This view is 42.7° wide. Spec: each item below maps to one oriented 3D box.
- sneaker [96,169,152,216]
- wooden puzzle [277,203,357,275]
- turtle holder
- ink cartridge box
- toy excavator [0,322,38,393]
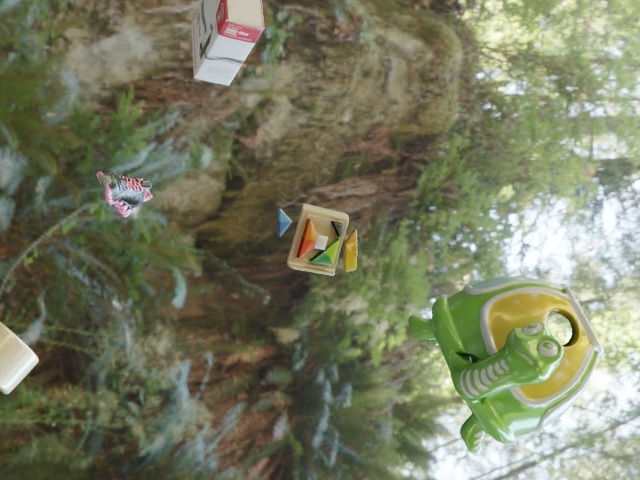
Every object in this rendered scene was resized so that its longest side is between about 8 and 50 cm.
[{"bbox_3d":[-0.250,-0.069,1.062,0.119,0.057,0.047,81,-13,-79],"label":"sneaker"},{"bbox_3d":[0.000,0.000,0.913,0.014,0.116,0.079,15,-81,53],"label":"wooden puzzle"},{"bbox_3d":[0.269,0.149,1.173,0.227,0.320,0.243,-27,-127,12],"label":"turtle holder"},{"bbox_3d":[-0.130,-0.293,1.121,0.135,0.056,0.099,-44,-133,53],"label":"ink cartridge box"},{"bbox_3d":[-0.724,0.100,1.493,0.445,0.222,0.433,44,-25,-13],"label":"toy excavator"}]
